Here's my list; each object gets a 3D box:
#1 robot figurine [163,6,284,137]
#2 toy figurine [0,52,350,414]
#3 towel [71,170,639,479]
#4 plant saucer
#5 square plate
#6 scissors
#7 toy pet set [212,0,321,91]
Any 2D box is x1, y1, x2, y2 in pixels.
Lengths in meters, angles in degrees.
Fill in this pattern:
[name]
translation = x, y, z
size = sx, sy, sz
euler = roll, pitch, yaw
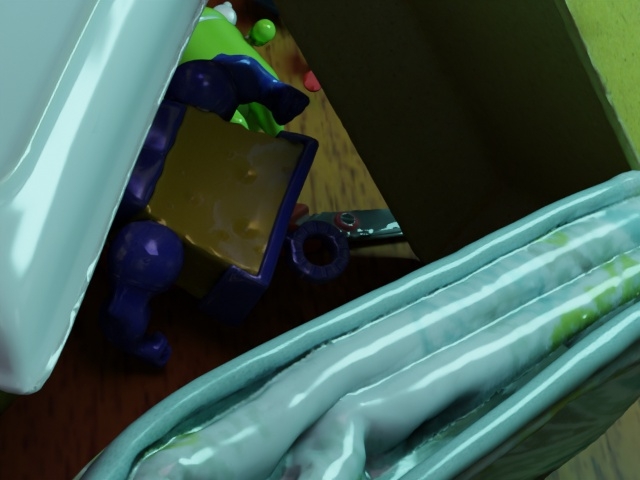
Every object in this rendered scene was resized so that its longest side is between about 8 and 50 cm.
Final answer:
[robot figurine]
translation = -0.071, -0.107, 1.309
size = 0.101, 0.067, 0.115
euler = -35, 59, -9
[toy figurine]
translation = -0.076, -0.019, 1.109
size = 0.217, 0.191, 0.363
euler = 28, 57, -15
[towel]
translation = -0.012, 0.128, 0.881
size = 0.374, 0.320, 0.090
euler = -24, 72, -39
[plant saucer]
translation = 0.107, -0.073, 1.067
size = 0.081, 0.333, 0.333
euler = -40, 35, -13
[square plate]
translation = -0.235, -0.128, 0.943
size = 0.347, 0.049, 0.344
euler = 21, 52, -3
[scissors]
translation = 0.000, 0.000, 1.256
size = 0.297, 0.021, 0.109
euler = 7, 41, -14
[toy pet set]
translation = -0.043, -0.159, 1.401
size = 0.122, 0.065, 0.114
euler = 16, 75, 3
